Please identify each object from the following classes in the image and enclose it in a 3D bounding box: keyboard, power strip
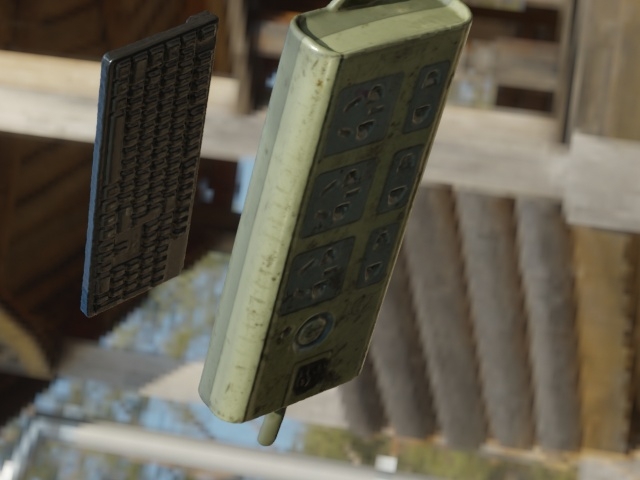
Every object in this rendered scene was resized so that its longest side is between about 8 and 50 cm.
[{"bbox_3d":[-0.129,-0.050,1.425,0.101,0.018,0.309,-27,-28,-27],"label":"keyboard"},{"bbox_3d":[0.000,0.000,0.881,0.092,0.034,0.268,-18,-41,-37],"label":"power strip"}]
